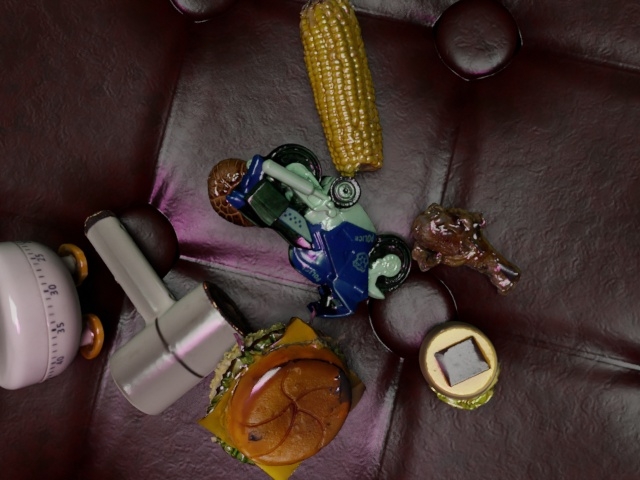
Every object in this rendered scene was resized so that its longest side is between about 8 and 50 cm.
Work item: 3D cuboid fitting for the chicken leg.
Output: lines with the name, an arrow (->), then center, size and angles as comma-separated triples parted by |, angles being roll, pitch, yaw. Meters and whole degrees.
chicken leg -> 0.243, 0.010, 0.841 | 0.196, 0.080, 0.125 | 17, 98, -4

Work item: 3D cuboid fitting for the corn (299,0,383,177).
corn -> 0.035, -0.262, 0.845 | 0.115, 0.115, 0.317 | -13, 87, 2

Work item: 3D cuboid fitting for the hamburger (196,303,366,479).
hamburger -> -0.059, 0.227, 0.776 | 0.262, 0.139, 0.243 | -39, 121, -8

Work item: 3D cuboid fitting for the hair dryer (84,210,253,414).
hair dryer -> -0.295, 0.082, 0.845 | 0.203, 0.128, 0.362 | -39, 78, 0

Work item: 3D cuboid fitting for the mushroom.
mushroom -> -0.131, -0.081, 0.852 | 0.126, 0.085, 0.109 | 21, 86, -6

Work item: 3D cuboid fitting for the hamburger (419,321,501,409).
hamburger -> 0.228, 0.202, 0.824 | 0.126, 0.081, 0.141 | -42, 74, -2

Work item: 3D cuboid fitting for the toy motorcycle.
toy motorcycle -> 0.000, 0.000, 0.802 | 0.331, 0.125, 0.196 | 42, 83, -22

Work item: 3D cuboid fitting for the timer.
timer -> -0.489, 0.118, 0.782 | 0.234, 0.240, 0.233 | 10, 104, 42
